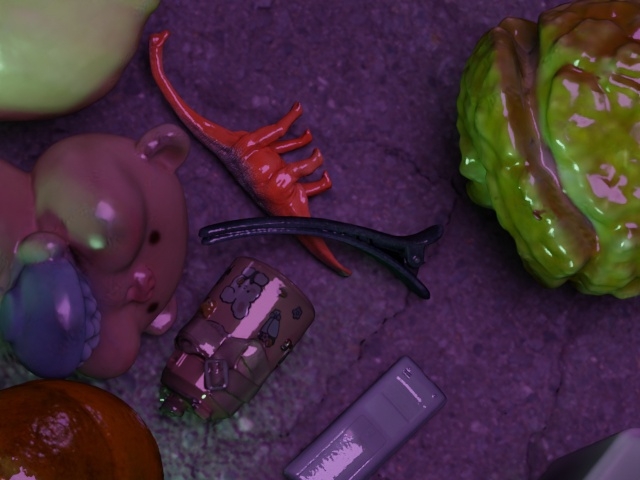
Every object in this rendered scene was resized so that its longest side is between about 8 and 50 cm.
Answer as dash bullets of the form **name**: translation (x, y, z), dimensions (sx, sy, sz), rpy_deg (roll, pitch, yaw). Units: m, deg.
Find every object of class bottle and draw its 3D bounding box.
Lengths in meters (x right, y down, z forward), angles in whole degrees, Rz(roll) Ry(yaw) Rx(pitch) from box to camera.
- **bottle**: translation (-0.080, 0.097, 1.747), dimensions (0.099, 0.099, 0.152), rpy_deg (39, 72, -1)

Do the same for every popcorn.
- **popcorn**: translation (0.253, -0.082, 1.796), dimensions (0.282, 0.247, 0.282), rpy_deg (0, 84, -3)

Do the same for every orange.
- **orange**: translation (-0.226, 0.221, 1.569), dimensions (0.171, 0.240, 0.240), rpy_deg (36, 68, 29)

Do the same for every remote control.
- **remote control**: translation (0.042, 0.174, 1.788), dimensions (0.162, 0.029, 0.061), rpy_deg (-43, 90, -20)

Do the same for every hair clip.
- **hair clip**: translation (0.000, 0.000, 1.794), dimensions (0.229, 0.039, 0.070), rpy_deg (11, 93, -20)

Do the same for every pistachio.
- **pistachio**: translation (-0.292, -0.213, 1.705), dimensions (0.321, 0.238, 0.229), rpy_deg (-3, 69, 7)

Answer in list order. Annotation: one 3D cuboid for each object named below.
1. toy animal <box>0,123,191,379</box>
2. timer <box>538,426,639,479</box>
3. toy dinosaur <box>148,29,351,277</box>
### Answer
- **toy animal**: translation (-0.238, 0.009, 1.689), dimensions (0.221, 0.210, 0.229), rpy_deg (20, 40, 20)
- **timer**: translation (0.253, 0.299, 1.717), dimensions (0.192, 0.195, 0.194), rpy_deg (42, 70, 0)
- **toy dinosaur**: translation (-0.054, -0.084, 1.821), dimensions (0.101, 0.055, 0.280), rpy_deg (-32, 84, -13)
